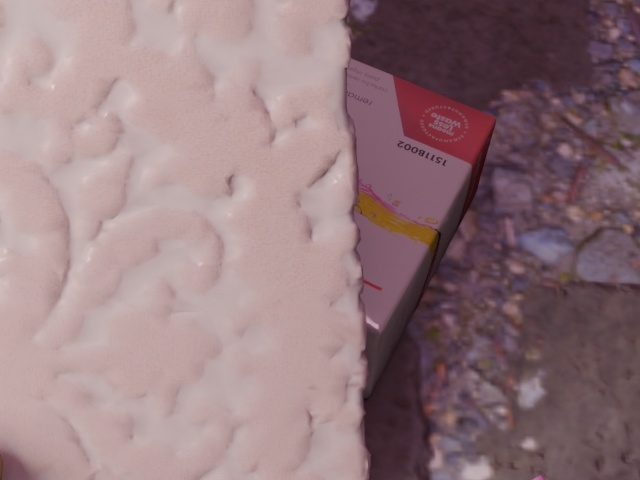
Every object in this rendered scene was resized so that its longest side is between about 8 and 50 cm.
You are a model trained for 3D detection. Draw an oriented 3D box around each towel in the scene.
[{"bbox_3d":[-0.139,-0.018,0.633,0.317,0.332,0.053,-6,23,-10],"label":"towel"}]

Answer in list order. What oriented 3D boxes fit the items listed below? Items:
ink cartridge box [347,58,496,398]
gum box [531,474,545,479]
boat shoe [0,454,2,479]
[{"bbox_3d":[0.000,0.000,0.782,0.115,0.067,0.198,23,54,10],"label":"ink cartridge box"},{"bbox_3d":[0.051,0.188,0.647,0.188,0.062,0.107,-22,58,-21],"label":"gum box"},{"bbox_3d":[-0.159,0.174,0.614,0.072,0.068,0.190,13,81,-37],"label":"boat shoe"}]
